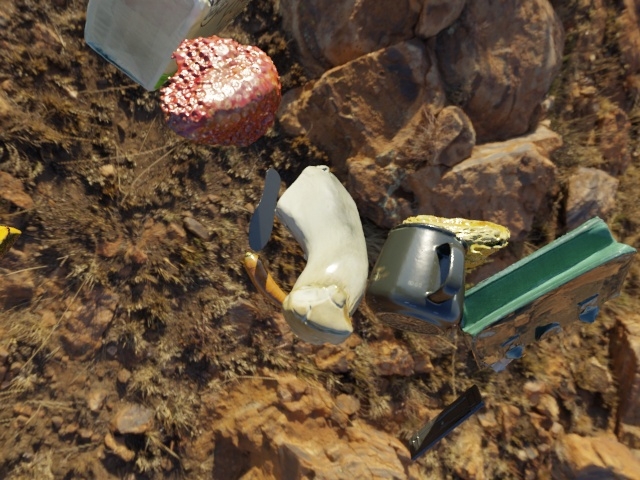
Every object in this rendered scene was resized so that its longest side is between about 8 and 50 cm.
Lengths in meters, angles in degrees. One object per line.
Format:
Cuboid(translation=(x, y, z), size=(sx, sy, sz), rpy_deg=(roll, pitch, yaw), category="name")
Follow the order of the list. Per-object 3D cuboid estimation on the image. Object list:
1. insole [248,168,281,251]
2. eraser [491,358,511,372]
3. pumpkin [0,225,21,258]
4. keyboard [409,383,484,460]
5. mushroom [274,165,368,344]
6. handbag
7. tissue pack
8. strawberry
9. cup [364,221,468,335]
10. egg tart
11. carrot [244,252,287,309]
Cuboid(translation=(-0.152, -0.085, 1.130), size=(0.086, 0.005, 0.254), rpy_deg=(39, 56, -47), category="insole")
Cuboid(translation=(0.646, 0.276, 1.299), size=(0.171, 0.087, 0.291), rpy_deg=(-23, 146, -52), category="eraser")
Cuboid(translation=(-0.508, -0.016, 0.558), size=(0.118, 0.184, 0.108), rpy_deg=(8, 59, -3), category="pumpkin")
Cuboid(translation=(0.261, 0.386, 0.859), size=(0.013, 0.061, 0.204), rpy_deg=(39, 108, -6), category="keyboard")
Cuboid(translation=(0.002, 0.000, 0.449), size=(0.096, 0.278, 0.099), rpy_deg=(16, 121, -18), category="mushroom")
Cuboid(translation=(0.425, 0.121, 0.784), size=(0.326, 0.089, 0.238), rpy_deg=(-33, 136, 6), category="handbag")
Cuboid(translation=(-0.268, -0.556, 0.860), size=(0.205, 0.331, 0.405), rpy_deg=(40, 59, -21), category="tissue pack")
Cuboid(translation=(-0.118, -0.222, 0.588), size=(0.175, 0.106, 0.236), rpy_deg=(38, 37, -45), category="strawberry")
Cuboid(translation=(0.182, 0.060, 0.702), size=(0.169, 0.223, 0.177), rpy_deg=(24, 68, -7), category="cup")
Cuboid(translation=(0.489, -0.004, 1.500), size=(0.387, 0.388, 0.169), rpy_deg=(0, 103, -24), category="egg tart")
Cuboid(translation=(-0.145, 0.150, 1.221), size=(0.062, 0.066, 0.271), rpy_deg=(-35, 95, 14), category="carrot")
